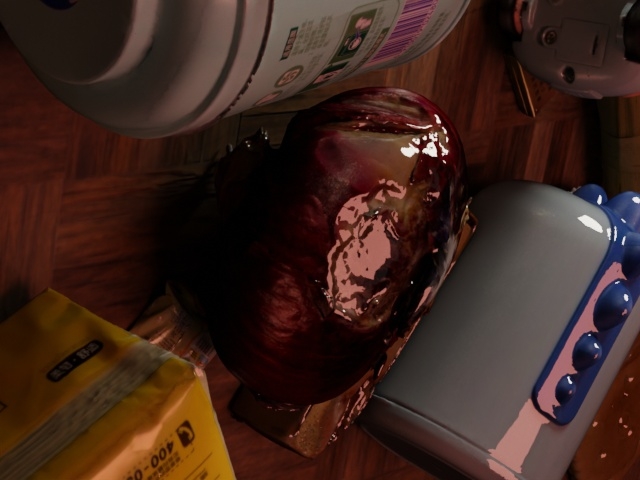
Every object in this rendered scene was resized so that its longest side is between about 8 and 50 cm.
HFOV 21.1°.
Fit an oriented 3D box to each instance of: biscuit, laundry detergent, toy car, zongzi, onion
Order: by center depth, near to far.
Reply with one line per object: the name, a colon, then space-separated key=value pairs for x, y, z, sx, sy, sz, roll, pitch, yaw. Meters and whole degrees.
laundry detergent: x=-0.078 y=-0.233 z=1.273 sx=0.305 sy=0.287 sz=0.287 roll=-22 pitch=124 yaw=-42
onion: x=0.000 y=0.000 z=1.543 sx=0.314 sy=0.232 sz=0.314 roll=25 pitch=90 yaw=-87
toy car: x=0.326 y=-0.273 z=1.804 sx=0.212 sy=0.181 sz=0.270 roll=12 pitch=93 yaw=-53
zongzi: x=0.417 y=-0.170 z=2.046 sx=0.256 sy=0.115 sz=0.228 roll=-44 pitch=137 yaw=-39
biscuit: x=0.433 y=0.194 z=2.299 sx=0.325 sy=0.044 sz=0.217 roll=-45 pitch=136 yaw=-24

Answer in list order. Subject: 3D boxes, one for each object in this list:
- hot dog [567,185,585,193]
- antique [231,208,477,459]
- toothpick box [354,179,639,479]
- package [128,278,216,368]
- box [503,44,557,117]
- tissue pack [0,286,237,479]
hot dog: x=0.318 y=0.042 z=2.059 sx=0.144 sy=0.075 sz=0.268 roll=-48 pitch=142 yaw=-15
antique: x=0.035 y=0.075 z=1.732 sx=0.310 sy=0.087 sz=0.093 roll=-58 pitch=143 yaw=-12
toothpick box: x=0.218 y=0.093 z=1.817 sx=0.354 sy=0.263 sz=0.263 roll=-60 pitch=142 yaw=-11
package: x=-0.143 y=0.104 z=1.581 sx=0.120 sy=0.031 sz=0.108 roll=-52 pitch=140 yaw=-10
box: x=0.257 y=-0.212 z=1.894 sx=0.133 sy=0.023 sz=0.090 roll=-48 pitch=140 yaw=-22
tissue pack: x=-0.261 y=0.270 z=1.368 sx=0.382 sy=0.228 sz=0.293 roll=-39 pitch=134 yaw=-29
